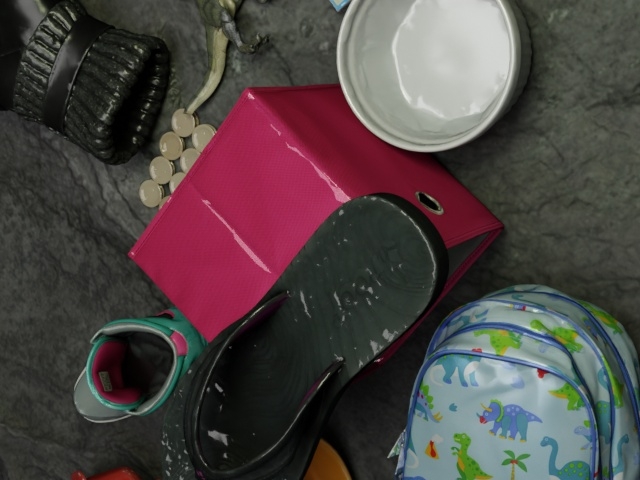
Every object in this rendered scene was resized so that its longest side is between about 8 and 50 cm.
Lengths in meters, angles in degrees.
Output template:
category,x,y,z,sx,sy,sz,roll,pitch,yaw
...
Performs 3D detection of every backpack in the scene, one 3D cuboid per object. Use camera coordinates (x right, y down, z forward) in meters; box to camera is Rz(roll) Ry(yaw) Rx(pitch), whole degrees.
category,x,y,z,sx,sy,sz,roll,pitch,yaw
backpack,0.218,0.226,1.284,0.290,0.273,0.356,14,93,32

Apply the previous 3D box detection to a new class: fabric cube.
category,x,y,z,sx,sy,sz,roll,pitch,yaw
fabric cube,0.000,0.000,1.335,0.258,0.254,0.259,46,117,15

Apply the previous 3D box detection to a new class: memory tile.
category,x,y,z,sx,sy,sz,roll,pitch,yaw
memory tile,-0.171,-0.086,1.546,0.113,0.012,0.148,36,114,18

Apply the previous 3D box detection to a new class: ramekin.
category,x,y,z,sx,sy,sz,roll,pitch,yaw
ramekin,0.133,-0.204,1.309,0.207,0.109,0.207,6,102,27

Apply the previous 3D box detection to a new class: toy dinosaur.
category,x,y,z,sx,sy,sz,roll,pitch,yaw
toy dinosaur,-0.110,-0.281,1.454,0.118,0.064,0.268,12,107,31

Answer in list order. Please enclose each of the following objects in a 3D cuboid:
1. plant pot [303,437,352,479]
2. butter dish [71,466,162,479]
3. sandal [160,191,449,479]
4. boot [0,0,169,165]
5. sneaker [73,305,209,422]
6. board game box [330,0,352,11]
category,x,y,z,sx,sy,sz,roll,pitch,yaw
plant pot,-0.090,0.343,1.489,0.188,0.205,0.205,-14,92,45
butter dish,-0.258,0.364,1.621,0.160,0.118,0.160,62,159,3
sandal,-0.051,0.134,1.179,0.167,0.107,0.446,42,117,16
boot,-0.312,-0.290,1.514,0.260,0.131,0.348,22,117,28
sneaker,-0.252,0.174,1.540,0.295,0.178,0.124,-34,83,29
board game box,0.049,-0.352,1.372,0.154,0.026,0.103,-39,81,28
